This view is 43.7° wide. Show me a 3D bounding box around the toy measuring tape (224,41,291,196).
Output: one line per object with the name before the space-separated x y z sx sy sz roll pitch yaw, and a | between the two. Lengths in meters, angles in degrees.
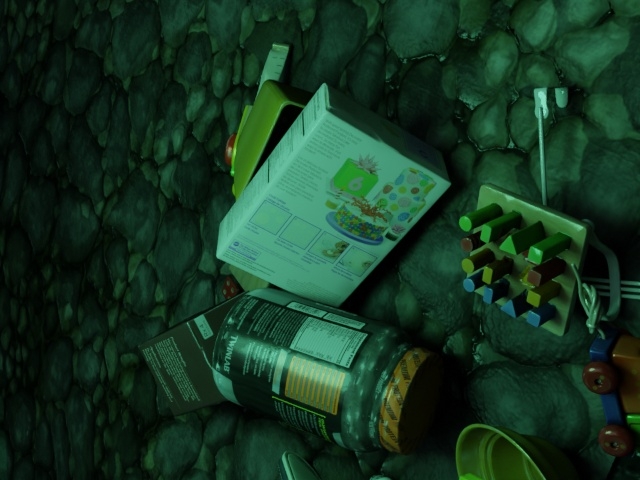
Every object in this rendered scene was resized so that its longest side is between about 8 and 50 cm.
toy measuring tape | -0.114 -0.230 1.604 0.121 0.121 0.330 -3 67 49

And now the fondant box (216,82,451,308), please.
fondant box | 0.014 -0.057 1.304 0.330 0.238 0.096 -49 25 31

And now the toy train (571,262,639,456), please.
toy train | 0.389 0.136 0.934 0.143 0.105 0.248 -7 109 37

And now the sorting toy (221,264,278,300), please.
sorting toy | -0.123 0.050 1.613 0.132 0.046 0.274 49 129 39

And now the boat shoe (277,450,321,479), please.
boat shoe | -0.017 0.502 1.435 0.079 0.095 0.254 -45 64 24

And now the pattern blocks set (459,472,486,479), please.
pattern blocks set | 0.239 0.460 1.108 0.325 0.026 0.285 19 121 57

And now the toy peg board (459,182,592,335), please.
toy peg board | 0.245 0.032 1.034 0.161 0.079 0.161 30 128 40

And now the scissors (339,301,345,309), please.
scissors | 0.000 0.000 1.506 0.109 0.021 0.297 -15 75 48

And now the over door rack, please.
over door rack | 0.364 -0.058 1.021 0.239 0.108 0.324 4 90 48

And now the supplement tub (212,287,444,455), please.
supplement tub | 0.013 0.211 1.289 0.338 0.207 0.207 15 99 29

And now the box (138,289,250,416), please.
box | -0.218 0.226 1.591 0.203 0.167 0.168 -26 91 45

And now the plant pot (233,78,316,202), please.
plant pot | -0.041 -0.171 1.435 0.212 0.212 0.187 -63 32 25

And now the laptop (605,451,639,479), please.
laptop | 0.447 0.413 0.964 0.234 0.136 0.264 15 73 48

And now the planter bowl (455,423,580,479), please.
planter bowl | 0.285 0.332 1.074 0.217 0.090 0.217 45 146 43

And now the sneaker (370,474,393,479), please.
sneaker | 0.099 0.509 1.317 0.095 0.090 0.235 19 98 61
